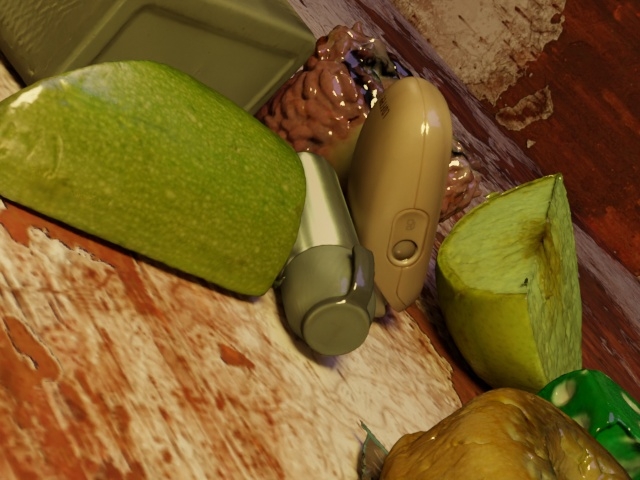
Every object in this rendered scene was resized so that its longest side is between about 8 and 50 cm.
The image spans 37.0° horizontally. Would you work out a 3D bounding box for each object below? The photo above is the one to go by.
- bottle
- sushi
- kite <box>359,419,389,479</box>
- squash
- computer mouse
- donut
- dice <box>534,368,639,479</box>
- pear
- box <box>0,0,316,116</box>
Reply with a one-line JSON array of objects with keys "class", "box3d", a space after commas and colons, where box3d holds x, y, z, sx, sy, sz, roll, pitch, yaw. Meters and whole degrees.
[{"class": "bottle", "box3d": [0.000, 0.000, 0.873, 0.079, 0.096, 0.254, 29, 25, -24]}, {"class": "sushi", "box3d": [0.062, -0.108, 1.116, 0.270, 0.171, 0.236, 48, 18, -6]}, {"class": "kite", "box3d": [0.091, 0.281, 0.608, 0.368, 0.014, 0.406, 32, 23, -32]}, {"class": "squash", "box3d": [-0.138, -0.086, 0.750, 0.288, 0.111, 0.203, 28, 24, -37]}, {"class": "computer mouse", "box3d": [0.069, -0.042, 0.935, 0.081, 0.237, 0.145, 5, 34, -8]}, {"class": "donut", "box3d": [0.138, 0.207, 0.638, 0.208, 0.128, 0.261, 43, 18, -6]}, {"class": "dice", "box3d": [0.263, 0.212, 0.933, 0.131, 0.128, 0.120, 36, 19, -20]}, {"class": "pear", "box3d": [0.230, 0.090, 1.108, 0.239, 0.139, 0.288, 63, 31, -22]}, {"class": "box", "box3d": [-0.212, -0.286, 0.918, 0.344, 0.177, 0.352, 53, 20, 14]}]
